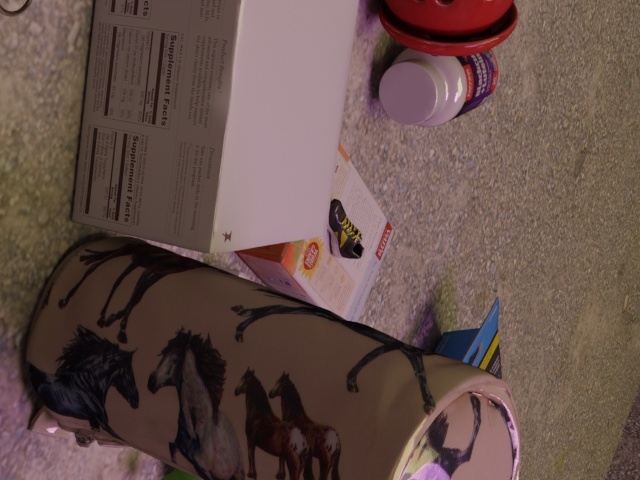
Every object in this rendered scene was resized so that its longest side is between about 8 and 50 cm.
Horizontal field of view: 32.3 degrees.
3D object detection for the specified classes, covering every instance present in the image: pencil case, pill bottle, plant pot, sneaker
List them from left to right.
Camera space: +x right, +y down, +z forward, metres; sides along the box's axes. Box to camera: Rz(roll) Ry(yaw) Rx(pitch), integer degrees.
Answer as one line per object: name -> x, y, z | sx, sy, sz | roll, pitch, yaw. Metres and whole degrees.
pencil case -> -0.048, 0.130, 0.846 | 0.160, 0.410, 0.183 | 15, 92, -53
sneaker -> 0.029, -0.012, 1.204 | 0.031, 0.035, 0.083 | -58, 148, -34
pill bottle -> 0.152, -0.207, 1.434 | 0.193, 0.108, 0.108 | -31, 128, -56
plant pot -> 0.150, -0.324, 1.299 | 0.191, 0.191, 0.174 | -51, 153, -42

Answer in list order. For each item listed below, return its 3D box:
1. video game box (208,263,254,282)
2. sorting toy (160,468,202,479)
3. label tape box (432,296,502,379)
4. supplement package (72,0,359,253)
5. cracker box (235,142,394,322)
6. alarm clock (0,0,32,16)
video game box -> -0.094, 0.148, 1.171 | 0.205, 0.048, 0.187 | 49, 56, -59
sorting toy -> -0.062, 0.245, 1.176 | 0.348, 0.047, 0.196 | -33, 132, -53
label tape box -> 0.200, 0.272, 1.744 | 0.240, 0.106, 0.333 | -53, 144, -40
supplement package -> -0.083, -0.135, 0.957 | 0.204, 0.145, 0.262 | -9, 110, -62
cracker box -> 0.000, 0.000, 1.270 | 0.156, 0.067, 0.232 | -67, 151, -18
alarm clock -> -0.213, -0.247, 0.747 | 0.129, 0.064, 0.192 | -38, 137, -52
